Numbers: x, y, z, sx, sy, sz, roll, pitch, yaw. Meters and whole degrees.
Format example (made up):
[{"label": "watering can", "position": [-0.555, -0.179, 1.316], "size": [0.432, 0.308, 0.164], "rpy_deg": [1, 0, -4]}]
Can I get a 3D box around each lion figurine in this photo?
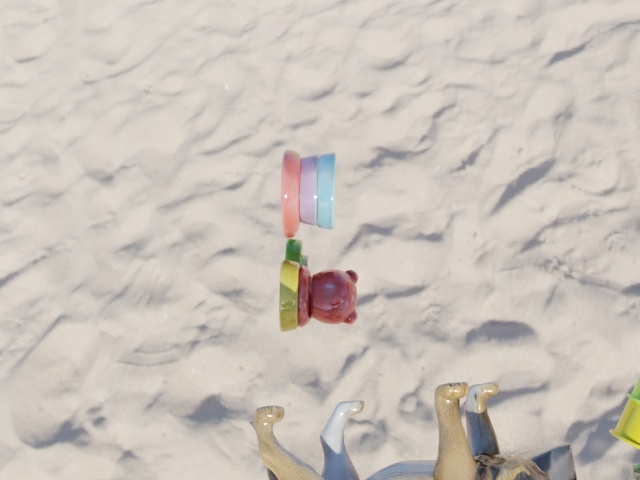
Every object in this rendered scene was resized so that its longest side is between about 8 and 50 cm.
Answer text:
[{"label": "lion figurine", "position": [0.089, 0.283, 0.788], "size": [0.392, 0.142, 0.240], "rpy_deg": [-14, 72, 31]}]

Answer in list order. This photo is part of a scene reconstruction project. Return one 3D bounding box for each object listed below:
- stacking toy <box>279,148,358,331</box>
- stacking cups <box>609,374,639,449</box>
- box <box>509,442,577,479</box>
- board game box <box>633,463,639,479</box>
[{"label": "stacking toy", "position": [0.000, 0.000, 1.310], "size": [0.130, 0.279, 0.309], "rpy_deg": [1, 89, 1]}, {"label": "stacking cups", "position": [0.554, 0.173, 1.129], "size": [0.096, 0.096, 0.316], "rpy_deg": [26, 89, 33]}, {"label": "box", "position": [0.285, 0.364, 0.947], "size": [0.059, 0.232, 0.184], "rpy_deg": [-15, 74, 28]}, {"label": "board game box", "position": [0.616, 0.525, 1.273], "size": [0.136, 0.030, 0.260], "rpy_deg": [8, 66, -5]}]
